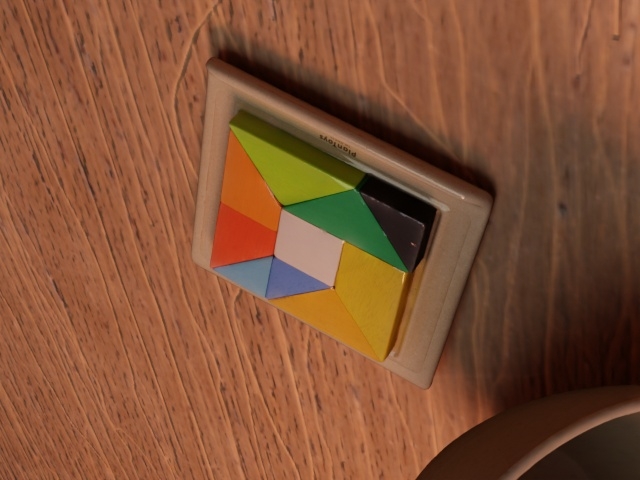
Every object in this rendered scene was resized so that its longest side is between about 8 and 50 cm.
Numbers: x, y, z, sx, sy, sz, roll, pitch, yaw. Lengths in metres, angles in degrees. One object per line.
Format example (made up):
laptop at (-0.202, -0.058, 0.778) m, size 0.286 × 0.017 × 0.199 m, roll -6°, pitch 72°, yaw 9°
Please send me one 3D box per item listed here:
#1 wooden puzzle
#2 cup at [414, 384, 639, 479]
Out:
wooden puzzle at (0.000, 0.000, 0.900) m, size 0.221 × 0.044 × 0.239 m, roll 28°, pitch 143°, yaw 15°
cup at (0.167, 0.239, 0.826) m, size 0.331 × 0.331 × 0.237 m, roll 50°, pitch 170°, yaw -15°
